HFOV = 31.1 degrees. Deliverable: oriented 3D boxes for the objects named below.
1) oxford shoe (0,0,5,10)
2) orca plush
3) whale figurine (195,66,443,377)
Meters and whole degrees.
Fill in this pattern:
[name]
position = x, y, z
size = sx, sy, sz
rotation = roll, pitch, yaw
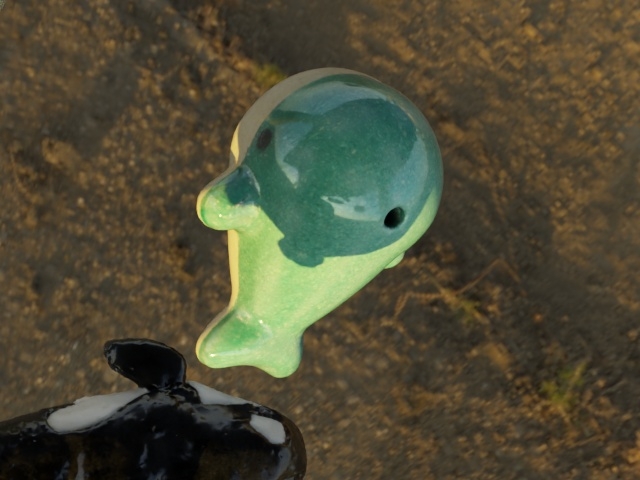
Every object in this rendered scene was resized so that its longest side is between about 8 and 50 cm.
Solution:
[oxford shoe]
position = -0.174, -0.226, 0.585
size = 0.140, 0.397, 0.146
rotation = 10, 25, -30
[orca plush]
position = -0.130, 0.130, 0.665
size = 0.287, 0.102, 0.151
rotation = 21, 87, -23
[whale figurine]
position = 0.000, 0.000, 0.932
size = 0.216, 0.272, 0.141
rotation = 16, 13, -41
